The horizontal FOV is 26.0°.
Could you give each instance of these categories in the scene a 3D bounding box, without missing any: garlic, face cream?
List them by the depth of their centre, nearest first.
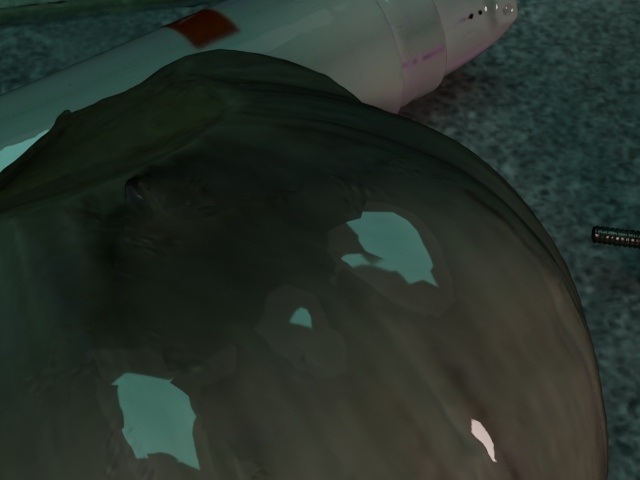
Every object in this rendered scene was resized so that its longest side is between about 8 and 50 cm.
[{"bbox_3d":[-0.033,0.075,0.506,0.317,0.259,0.317,-17,17,5],"label":"garlic"},{"bbox_3d":[-0.053,-0.075,0.741,0.345,0.102,0.102,-27,54,-24],"label":"face cream"}]

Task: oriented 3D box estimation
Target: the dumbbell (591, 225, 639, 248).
[{"bbox_3d":[0.211,0.006,0.698,0.147,0.069,0.069,7,48,5],"label":"dumbbell"}]
